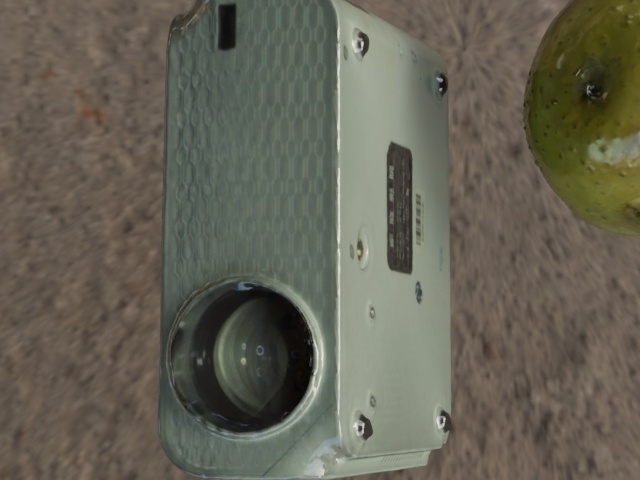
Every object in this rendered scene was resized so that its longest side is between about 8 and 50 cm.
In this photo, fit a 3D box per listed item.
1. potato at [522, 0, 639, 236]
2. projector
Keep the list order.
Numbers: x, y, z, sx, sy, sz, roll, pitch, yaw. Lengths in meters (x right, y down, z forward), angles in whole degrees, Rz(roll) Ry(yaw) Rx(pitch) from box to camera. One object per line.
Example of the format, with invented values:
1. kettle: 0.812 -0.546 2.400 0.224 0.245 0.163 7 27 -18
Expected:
1. potato: 0.209 -0.082 1.079 0.143 0.248 0.169 10 100 37
2. projector: 0.000 0.000 1.027 0.108 0.198 0.250 0 85 20
